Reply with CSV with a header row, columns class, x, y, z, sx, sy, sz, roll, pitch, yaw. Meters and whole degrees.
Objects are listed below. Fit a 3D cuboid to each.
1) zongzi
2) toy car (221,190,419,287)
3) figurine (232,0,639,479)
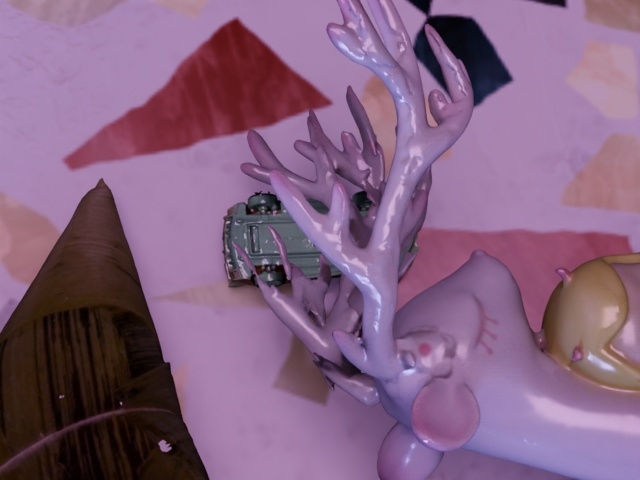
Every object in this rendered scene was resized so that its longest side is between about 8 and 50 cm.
class,x,y,z,sx,sy,sz,roll,pitch,yaw
zongzi,-0.208,0.127,0.839,0.274,0.145,0.300,-19,60,-3
toy car,0.000,0.000,0.922,0.122,0.035,0.059,-2,72,-13
figurine,0.103,0.018,0.827,0.316,0.206,0.284,0,71,-24
